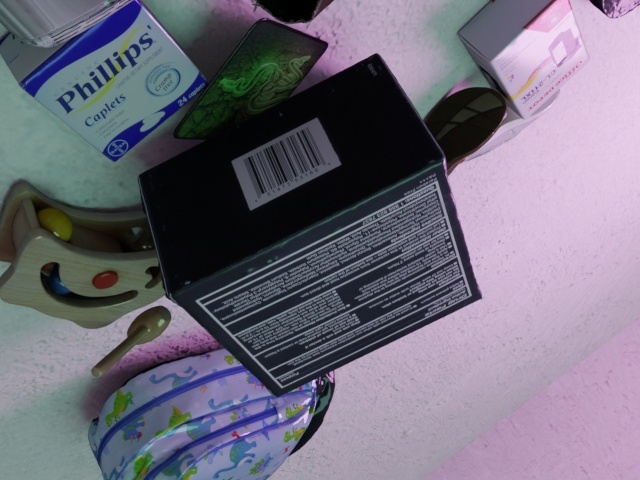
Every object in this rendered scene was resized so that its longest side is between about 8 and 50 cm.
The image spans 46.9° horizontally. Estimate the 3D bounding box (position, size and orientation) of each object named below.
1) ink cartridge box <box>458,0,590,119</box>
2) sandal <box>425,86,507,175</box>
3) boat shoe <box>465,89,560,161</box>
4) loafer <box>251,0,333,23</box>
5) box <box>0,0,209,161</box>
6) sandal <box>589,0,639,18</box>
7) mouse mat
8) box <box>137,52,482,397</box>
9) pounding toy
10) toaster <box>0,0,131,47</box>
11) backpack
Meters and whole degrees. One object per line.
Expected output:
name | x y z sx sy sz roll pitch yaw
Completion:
ink cartridge box | 0.281 -0.262 1.000 0.127 0.072 0.175 -44 147 11
sandal | 0.184 -0.131 1.071 0.219 0.090 0.060 -55 160 25
boat shoe | 0.278 -0.178 1.118 0.184 0.066 0.063 -38 158 1
loafer | -0.024 -0.240 0.546 0.366 0.133 0.130 -8 121 -79
box | -0.196 -0.162 0.682 0.126 0.072 0.137 -39 147 3
sandal | 0.557 -0.459 0.973 0.446 0.107 0.167 -45 147 14
mouse mat | -0.069 -0.164 0.792 0.153 0.007 0.189 -49 170 19
box | 0.000 0.000 0.848 0.296 0.183 0.294 -26 143 3
pounding toy | -0.233 0.048 0.837 0.154 0.155 0.269 -37 148 11
toaster | -0.196 -0.242 0.527 0.227 0.129 0.146 -36 150 -3
backpack | -0.176 0.294 1.157 0.355 0.273 0.290 9 134 -33
